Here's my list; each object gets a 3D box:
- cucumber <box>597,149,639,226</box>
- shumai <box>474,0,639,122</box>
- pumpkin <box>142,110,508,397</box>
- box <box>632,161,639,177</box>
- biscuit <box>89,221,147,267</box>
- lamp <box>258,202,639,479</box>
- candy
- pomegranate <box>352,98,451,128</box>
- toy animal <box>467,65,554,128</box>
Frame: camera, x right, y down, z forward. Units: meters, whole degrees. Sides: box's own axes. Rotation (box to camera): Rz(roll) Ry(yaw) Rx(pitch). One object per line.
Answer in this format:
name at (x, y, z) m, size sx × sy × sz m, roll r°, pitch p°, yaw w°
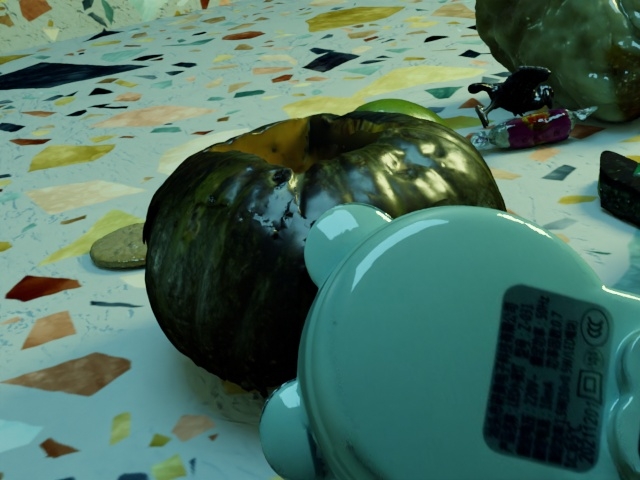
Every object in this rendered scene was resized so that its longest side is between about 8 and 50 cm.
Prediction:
cucumber at (0.344, -0.047, 1.012) m, size 0.070 × 0.046 × 0.220 m, roll -23°, pitch 27°, yaw -15°
shumai at (0.378, -0.295, 1.300) m, size 0.303 × 0.309 × 0.263 m, roll 20°, pitch 34°, yaw -16°
pumpkin at (0.000, 0.000, 0.814) m, size 0.320 × 0.192 × 0.320 m, roll -10°, pitch 17°, yaw 3°
box at (0.453, -0.024, 0.808) m, size 0.336 × 0.106 × 0.264 m, roll 17°, pitch 32°, yaw 27°
biscuit at (-0.206, 0.003, 1.097) m, size 0.120 × 0.015 × 0.120 m, roll -7°, pitch 23°, yaw 3°
lamp at (0.117, 0.088, 0.606) m, size 0.283 × 0.210 × 0.147 m, roll 9°, pitch -16°, yaw 14°
candy at (0.280, -0.144, 1.251) m, size 0.174 × 0.043 × 0.045 m, roll -12°, pitch 21°, yaw 1°
pomegranate at (0.059, -0.061, 1.031) m, size 0.220 × 0.156 × 0.156 m, roll -32°, pitch 8°, yaw 33°
toy animal at (0.254, -0.191, 1.267) m, size 0.107 × 0.062 × 0.220 m, roll -16°, pitch -7°, yaw 4°
